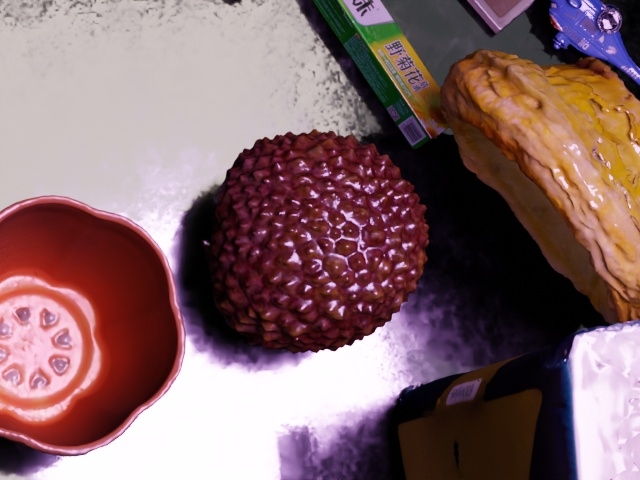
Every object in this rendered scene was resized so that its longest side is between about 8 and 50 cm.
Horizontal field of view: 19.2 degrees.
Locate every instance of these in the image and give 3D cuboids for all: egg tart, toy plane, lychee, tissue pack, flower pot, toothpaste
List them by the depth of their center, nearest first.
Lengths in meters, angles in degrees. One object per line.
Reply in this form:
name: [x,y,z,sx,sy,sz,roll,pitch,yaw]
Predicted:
tissue pack: [0.226,0.204,1.411,0.253,0.416,0.264,-5,82,-16]
flower pot: [-0.207,0.072,1.444,0.190,0.173,0.191,2,81,-14]
lychee: [0.000,0.000,1.505,0.188,0.188,0.188,3,80,-15]
egg tart: [0.213,-0.052,1.518,0.123,0.294,0.294,-38,92,-2]
toothpaste: [0.051,-0.163,1.621,0.037,0.043,0.178,-34,91,-18]
toy plane: [0.254,-0.168,1.677,0.167,0.054,0.062,44,104,-5]

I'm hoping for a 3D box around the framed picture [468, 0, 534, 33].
framed picture: [0.185,-0.329,1.700,0.250,0.016,0.184,-43,94,-17]
